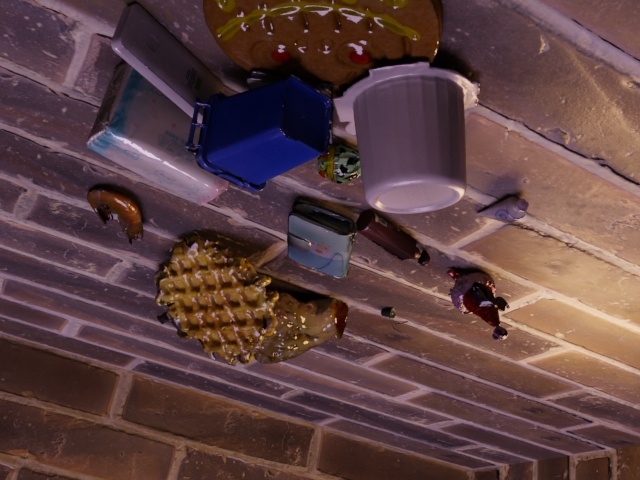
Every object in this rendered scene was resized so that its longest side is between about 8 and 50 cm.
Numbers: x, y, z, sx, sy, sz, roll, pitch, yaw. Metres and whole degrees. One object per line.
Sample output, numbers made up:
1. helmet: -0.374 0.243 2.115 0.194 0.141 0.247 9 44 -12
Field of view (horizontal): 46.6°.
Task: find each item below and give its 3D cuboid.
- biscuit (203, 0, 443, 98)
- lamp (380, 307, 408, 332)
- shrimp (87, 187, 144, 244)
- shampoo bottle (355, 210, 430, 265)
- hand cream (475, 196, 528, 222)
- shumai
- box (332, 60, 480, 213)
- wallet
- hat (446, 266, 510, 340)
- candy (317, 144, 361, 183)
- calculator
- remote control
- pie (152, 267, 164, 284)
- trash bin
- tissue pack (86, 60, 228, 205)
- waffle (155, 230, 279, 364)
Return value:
1. biscuit: 0.008 -0.349 1.251 0.394 0.070 0.350 0 151 18
2. lamp: 0.227 0.250 2.360 0.054 0.041 0.121 0 149 36
3. shrimp: -0.540 -0.064 1.996 0.150 0.068 0.249 15 150 17
4. shampoo bottle: 0.187 0.001 1.866 0.236 0.068 0.067 32 146 -32
5. hand cream: 0.422 -0.063 1.687 0.084 0.053 0.142 16 162 -13
6. shumai: -0.066 0.280 2.316 0.283 0.217 0.346 9 149 4
7. box: 0.145 -0.163 1.352 0.262 0.206 0.291 12 158 -37
8. wallet: 0.000 0.000 1.885 0.176 0.075 0.250 23 154 8
9. hat: 0.429 0.173 1.958 0.128 0.227 0.140 -30 127 4
10. candy: 0.146 -0.166 1.576 0.305 0.083 0.091 -2 -171 3
11. calculator: -0.053 -0.254 1.443 0.161 0.021 0.262 9 166 5
12. remote control: -0.275 -0.319 1.371 0.034 0.103 0.250 -10 148 35
13. pie: -0.355 0.159 2.326 0.339 0.077 0.339 17 153 9
14. trash bin: -0.108 -0.201 1.346 0.234 0.163 0.184 -12 154 44
15. tissue pack: -0.299 -0.216 1.469 0.271 0.202 0.124 28 155 -31
16. waffle: -0.298 0.170 2.123 0.382 0.095 0.380 35 126 6
